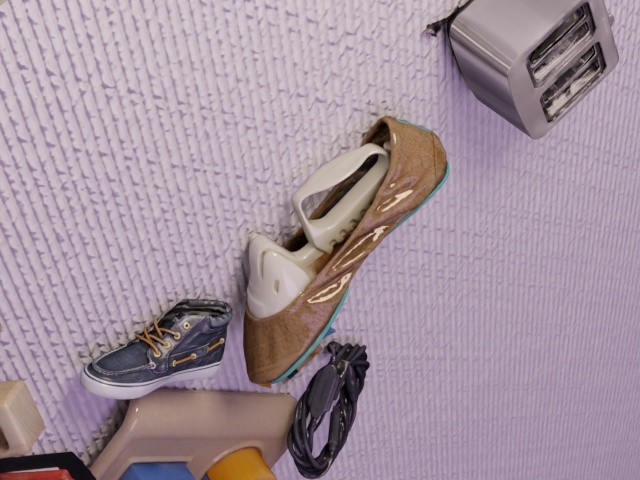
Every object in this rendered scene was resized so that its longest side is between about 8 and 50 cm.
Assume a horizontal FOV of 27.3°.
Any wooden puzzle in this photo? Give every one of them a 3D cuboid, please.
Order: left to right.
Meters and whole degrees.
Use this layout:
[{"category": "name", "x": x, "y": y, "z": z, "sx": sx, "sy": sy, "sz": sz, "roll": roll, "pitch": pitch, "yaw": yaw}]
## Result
[{"category": "wooden puzzle", "x": -0.190, "y": 0.341, "z": 1.620, "sx": 0.322, "sy": 0.080, "sz": 0.348, "roll": 12, "pitch": 117, "yaw": -53}, {"category": "wooden puzzle", "x": -0.032, "y": 0.145, "z": 1.645, "sx": 0.116, "sy": 0.014, "sz": 0.078, "roll": -46, "pitch": 148, "yaw": -1}]

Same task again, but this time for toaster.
[{"category": "toaster", "x": 0.232, "y": -0.221, "z": 1.454, "sx": 0.185, "sy": 0.110, "sz": 0.168, "roll": -43, "pitch": 147, "yaw": -4}]

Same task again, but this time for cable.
[{"category": "cable", "x": 0.011, "y": 0.219, "z": 1.713, "sx": 0.150, "sy": 0.047, "sz": 0.185, "roll": 14, "pitch": 92, "yaw": -70}]

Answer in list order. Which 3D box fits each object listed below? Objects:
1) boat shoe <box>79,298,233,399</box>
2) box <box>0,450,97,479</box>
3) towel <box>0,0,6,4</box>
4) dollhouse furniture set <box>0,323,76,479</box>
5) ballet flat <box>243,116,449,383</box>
[{"category": "boat shoe", "x": -0.174, "y": 0.110, "z": 1.410, "sx": 0.183, "sy": 0.065, "sz": 0.083, "roll": -10, "pitch": 125, "yaw": -46}, {"category": "box", "x": -0.341, "y": 0.342, "z": 1.426, "sx": 0.153, "sy": 0.108, "sz": 0.207, "roll": 3, "pitch": 123, "yaw": -50}, {"category": "towel", "x": -0.295, "y": -0.187, "z": 0.973, "sx": 0.148, "sy": 0.027, "sz": 0.110, "roll": -38, "pitch": 146, "yaw": -12}, {"category": "dollhouse furniture set", "x": -0.340, "y": 0.214, "z": 1.136, "sx": 0.152, "sy": 0.201, "sz": 0.374, "roll": -10, "pitch": 119, "yaw": 18}, {"category": "ballet flat", "x": 0.000, "y": 0.000, "z": 1.451, "sx": 0.342, "sy": 0.116, "sz": 0.124, "roll": -49, "pitch": 127, "yaw": 4}]
